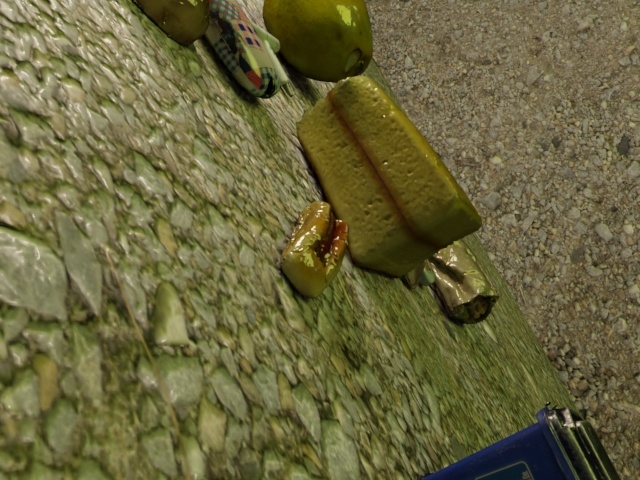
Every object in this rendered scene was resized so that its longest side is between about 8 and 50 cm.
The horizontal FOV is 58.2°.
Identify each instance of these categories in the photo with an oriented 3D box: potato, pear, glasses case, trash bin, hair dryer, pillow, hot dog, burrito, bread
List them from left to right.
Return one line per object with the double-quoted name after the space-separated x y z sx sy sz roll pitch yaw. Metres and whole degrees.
-0.227 -0.386 0.916 0.172 0.089 0.101 14 49 -65 "potato"
-0.182 -0.411 1.084 0.327 0.076 0.125 58 17 2 "glasses case"
-0.113 -0.406 1.305 0.183 0.044 0.155 64 22 11 "hair dryer"
-0.001 -0.554 1.484 0.321 0.269 0.269 43 20 -3 "pear"
0.000 0.000 0.891 0.084 0.073 0.242 48 20 -11 "hot dog"
0.130 -0.139 1.178 0.245 0.233 0.362 17 43 -62 "bread"
0.182 -0.005 1.315 0.233 0.038 0.131 60 41 -21 "pillow"
0.227 0.032 1.425 0.178 0.045 0.067 58 25 1 "glasses case"
0.347 0.057 1.560 0.190 0.135 0.332 16 41 -52 "burrito"
0.273 0.336 0.779 0.184 0.234 0.162 28 36 -55 "trash bin"
